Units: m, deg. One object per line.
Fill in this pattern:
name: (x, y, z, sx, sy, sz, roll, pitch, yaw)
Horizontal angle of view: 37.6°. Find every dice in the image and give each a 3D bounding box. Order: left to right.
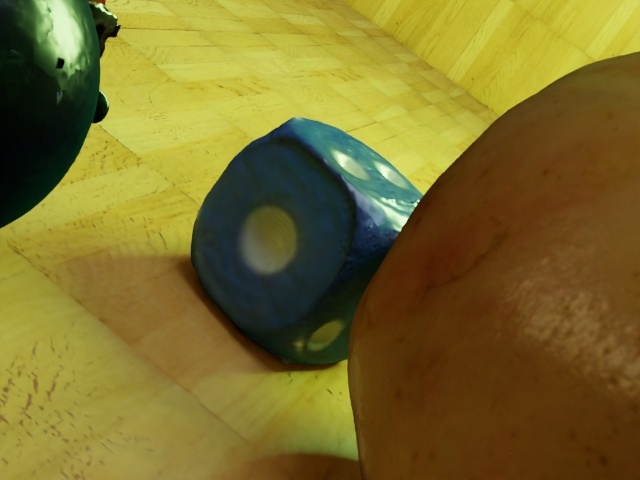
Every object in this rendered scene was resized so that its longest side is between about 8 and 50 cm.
dice: (0.000, 0.000, 0.717, 0.146, 0.146, 0.143, 7, 35, -54)

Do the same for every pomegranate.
pomegranate: (0.212, 0.092, 0.562, 0.411, 0.411, 0.411, 31, 20, -13)

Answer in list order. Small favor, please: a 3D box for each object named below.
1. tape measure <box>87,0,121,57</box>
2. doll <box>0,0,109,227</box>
tape measure: (-0.335, -0.258, 0.809, 0.260, 0.114, 0.253, 8, 33, -53)
doll: (-0.245, -0.095, 0.463, 0.321, 0.199, 0.186, 1, 9, -45)
